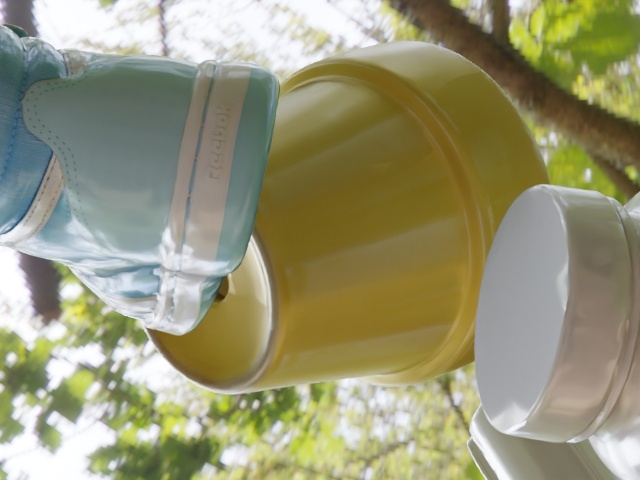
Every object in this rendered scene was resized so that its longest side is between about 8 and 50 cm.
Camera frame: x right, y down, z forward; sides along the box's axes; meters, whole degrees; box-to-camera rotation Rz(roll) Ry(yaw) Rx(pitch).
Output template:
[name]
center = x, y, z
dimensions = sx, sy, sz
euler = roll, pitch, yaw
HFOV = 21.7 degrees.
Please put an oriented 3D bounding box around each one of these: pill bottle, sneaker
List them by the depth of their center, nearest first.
[sneaker]
center = -0.144, -0.037, 0.875
dimensions = 0.208, 0.319, 0.127
euler = 11, -105, -8
[pill bottle]
center = 0.269, 0.063, 0.966
dimensions = 0.334, 0.188, 0.188
euler = 10, -70, -14

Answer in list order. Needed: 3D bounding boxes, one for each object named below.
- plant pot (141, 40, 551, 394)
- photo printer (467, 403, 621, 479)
[plant pot]
center = 0.000, 0.000, 1.196
dimensions = 0.254, 0.239, 0.254
euler = 18, -63, 40
[photo printer]
center = 0.285, 0.261, 1.381
dimensions = 0.256, 0.307, 0.107
euler = 21, -64, -40
